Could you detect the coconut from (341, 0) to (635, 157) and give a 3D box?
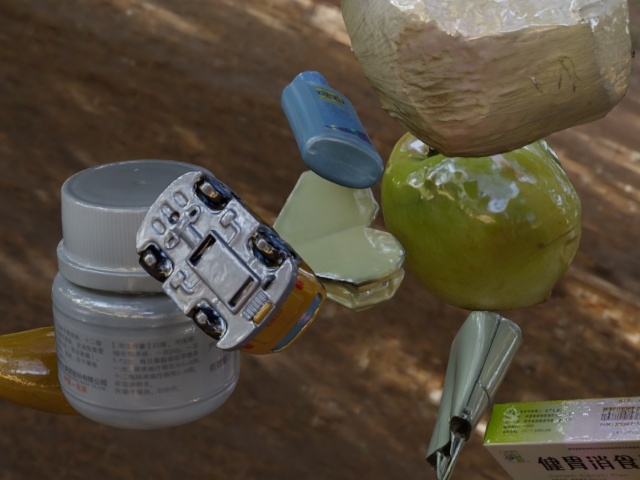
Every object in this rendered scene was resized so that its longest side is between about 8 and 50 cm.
[{"bbox_3d":[0.150,-0.223,1.279,0.255,0.297,0.297,-10,12,5],"label":"coconut"}]

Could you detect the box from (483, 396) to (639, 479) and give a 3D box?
[{"bbox_3d":[0.342,0.252,1.525,0.260,0.062,0.175,-8,-42,37],"label":"box"}]

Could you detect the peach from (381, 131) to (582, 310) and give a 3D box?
[{"bbox_3d":[0.248,-0.043,2.096,0.314,0.281,0.315,33,-26,52],"label":"peach"}]

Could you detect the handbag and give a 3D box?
[{"bbox_3d":[0.241,0.287,2.329,0.109,0.315,0.241,26,-30,6],"label":"handbag"}]

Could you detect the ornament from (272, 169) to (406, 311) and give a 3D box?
[{"bbox_3d":[0.000,0.000,1.642,0.180,0.059,0.201,-16,52,-9],"label":"ornament"}]

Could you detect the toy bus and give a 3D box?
[{"bbox_3d":[-0.091,0.029,1.428,0.209,0.126,0.136,44,9,33],"label":"toy bus"}]

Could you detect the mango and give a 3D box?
[{"bbox_3d":[-0.416,0.195,2.035,0.253,0.113,0.138,11,61,-16],"label":"mango"}]

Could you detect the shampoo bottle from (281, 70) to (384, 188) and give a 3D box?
[{"bbox_3d":[0.005,-0.147,1.659,0.104,0.061,0.258,21,20,-20],"label":"shampoo bottle"}]

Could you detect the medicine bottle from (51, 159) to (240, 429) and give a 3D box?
[{"bbox_3d":[-0.229,0.067,1.747,0.245,0.306,0.245,0,21,0],"label":"medicine bottle"}]
